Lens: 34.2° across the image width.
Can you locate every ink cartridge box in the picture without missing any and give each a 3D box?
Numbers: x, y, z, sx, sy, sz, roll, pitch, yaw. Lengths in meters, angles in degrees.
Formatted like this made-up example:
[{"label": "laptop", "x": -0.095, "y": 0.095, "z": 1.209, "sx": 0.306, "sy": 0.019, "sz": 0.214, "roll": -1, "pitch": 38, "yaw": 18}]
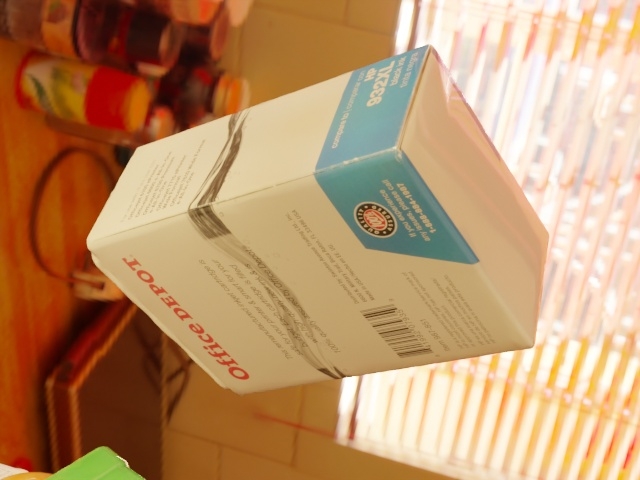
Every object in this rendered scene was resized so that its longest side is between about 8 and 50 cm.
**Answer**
[{"label": "ink cartridge box", "x": 0.000, "y": 0.000, "z": 0.861, "sx": 0.223, "sy": 0.307, "sz": 0.129, "roll": 51, "pitch": 41, "yaw": -33}]

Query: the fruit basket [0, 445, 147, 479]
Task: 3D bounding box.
[{"label": "fruit basket", "x": -0.264, "y": 0.239, "z": 0.694, "sx": 0.327, "sy": 0.352, "sz": 0.166, "roll": -24, "pitch": 116, "yaw": -65}]
